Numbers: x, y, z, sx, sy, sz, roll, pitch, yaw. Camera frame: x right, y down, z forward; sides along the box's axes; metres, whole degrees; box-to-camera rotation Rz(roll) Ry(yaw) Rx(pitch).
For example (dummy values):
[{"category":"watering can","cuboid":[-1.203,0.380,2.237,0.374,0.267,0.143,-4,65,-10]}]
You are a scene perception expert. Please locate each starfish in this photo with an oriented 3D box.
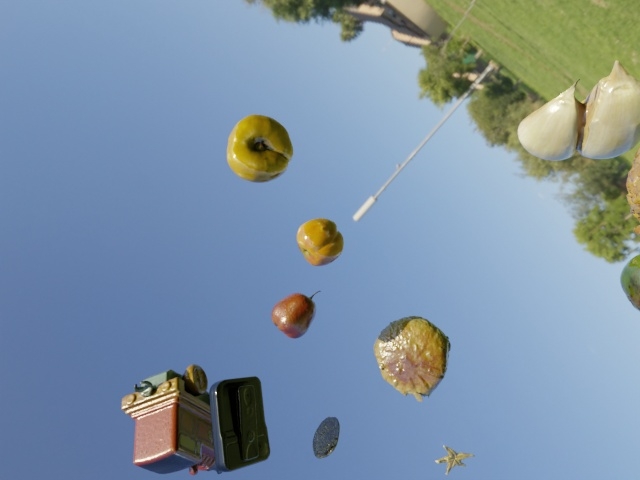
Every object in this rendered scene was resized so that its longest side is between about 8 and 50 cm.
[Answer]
[{"category":"starfish","cuboid":[0.307,0.496,1.114,0.016,0.092,0.086,-97,-8,-64]}]

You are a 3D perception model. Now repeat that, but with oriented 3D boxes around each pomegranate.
[{"category":"pomegranate","cuboid":[0.915,0.098,1.279,0.181,0.224,0.181,44,-161,-20]}]

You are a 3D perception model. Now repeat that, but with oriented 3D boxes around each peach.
[{"category":"peach","cuboid":[-0.155,-0.234,1.264,0.179,0.179,0.103,30,170,-19]},{"category":"peach","cuboid":[0.000,0.000,1.389,0.138,0.138,0.138,30,-149,-20]}]

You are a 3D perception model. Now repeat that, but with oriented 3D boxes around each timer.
[{"category":"timer","cuboid":[-0.174,0.400,1.081,0.144,0.055,0.187,13,-118,-52]}]

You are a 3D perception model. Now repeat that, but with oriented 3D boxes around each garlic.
[{"category":"garlic","cuboid":[0.703,-0.324,1.309,0.286,0.249,0.313,23,-170,10]}]

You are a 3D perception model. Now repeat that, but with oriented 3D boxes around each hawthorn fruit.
[{"category":"hawthorn fruit","cuboid":[-0.076,0.250,1.767,0.163,0.203,0.162,41,175,4]}]

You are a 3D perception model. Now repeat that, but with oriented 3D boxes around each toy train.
[{"category":"toy train","cuboid":[-0.329,0.448,1.190,0.369,0.163,0.231,55,-162,-46]}]

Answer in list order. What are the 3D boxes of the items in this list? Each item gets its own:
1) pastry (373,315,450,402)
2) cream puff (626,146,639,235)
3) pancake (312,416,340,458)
[{"category":"pastry","cuboid":[0.360,0.459,1.950,0.329,0.329,0.136,48,-165,13]},{"category":"cream puff","cuboid":[0.715,-0.100,0.863,0.328,0.342,0.231,15,-166,-3]},{"category":"pancake","cuboid":[0.015,0.530,1.316,0.011,0.115,0.114,36,-152,-26]}]
